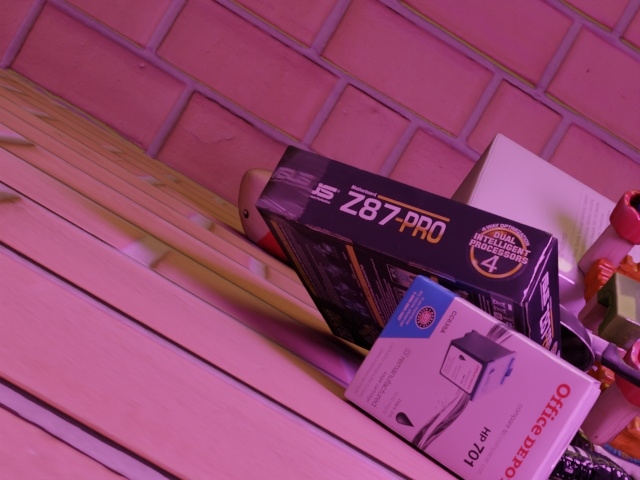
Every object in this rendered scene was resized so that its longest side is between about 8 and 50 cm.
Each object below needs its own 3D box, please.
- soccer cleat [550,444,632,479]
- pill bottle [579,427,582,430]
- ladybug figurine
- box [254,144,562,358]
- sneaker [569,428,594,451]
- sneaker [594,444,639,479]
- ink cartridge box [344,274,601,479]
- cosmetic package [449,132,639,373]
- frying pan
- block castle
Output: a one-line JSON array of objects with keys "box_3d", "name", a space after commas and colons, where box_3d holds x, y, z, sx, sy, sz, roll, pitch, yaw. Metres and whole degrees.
[{"box_3d": [0.303, 0.281, 1.247, 0.179, 0.060, 0.072, 25, 9, 19], "name": "soccer cleat"}, {"box_3d": [0.318, 0.237, 1.565, 0.219, 0.123, 0.123, 30, 2, -18], "name": "pill bottle"}, {"box_3d": [0.000, 0.000, 2.250, 0.449, 0.162, 0.305, 30, 1, -9], "name": "ladybug figurine"}, {"box_3d": [0.123, 0.066, 1.186, 0.318, 0.097, 0.395, 19, -20, 23], "name": "box"}, {"box_3d": [0.310, 0.273, 1.404, 0.170, 0.063, 0.075, 26, 1, 0], "name": "sneaker"}, {"box_3d": [0.645, 0.427, 2.009, 0.107, 0.110, 0.275, 29, 2, -43], "name": "sneaker"}, {"box_3d": [0.142, 0.141, 0.931, 0.190, 0.140, 0.082, 31, 1, 24], "name": "ink cartridge box"}, {"box_3d": [0.385, 0.082, 1.856, 0.393, 0.329, 0.327, 32, 39, -1], "name": "cosmetic package"}, {"box_3d": [0.312, 0.119, 1.253, 0.326, 0.053, 0.197, 7, -30, 43], "name": "frying pan"}, {"box_3d": [0.557, 0.137, 1.472, 0.303, 0.213, 0.453, 27, 38, -5], "name": "block castle"}]
